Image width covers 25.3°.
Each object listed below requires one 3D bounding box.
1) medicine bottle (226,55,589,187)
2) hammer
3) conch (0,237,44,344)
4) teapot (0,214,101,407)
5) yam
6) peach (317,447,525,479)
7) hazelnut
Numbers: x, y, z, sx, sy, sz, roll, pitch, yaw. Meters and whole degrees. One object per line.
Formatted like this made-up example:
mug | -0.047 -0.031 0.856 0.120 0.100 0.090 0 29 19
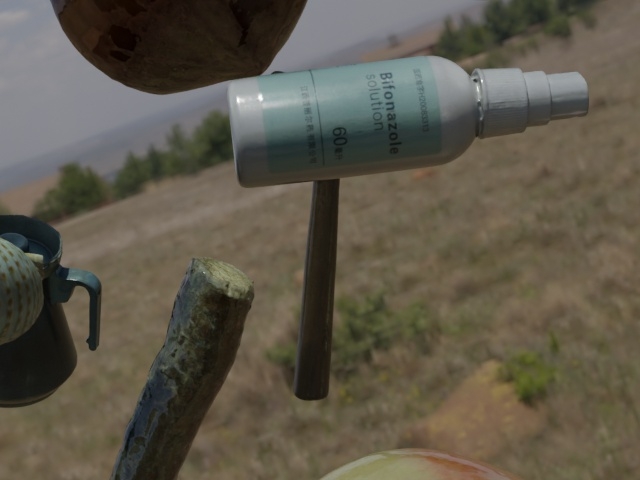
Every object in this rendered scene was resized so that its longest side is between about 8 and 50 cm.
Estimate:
medicine bottle | 0.087 -0.125 1.407 0.352 0.110 0.110 -7 5 -4
hammer | 0.000 0.000 1.863 0.168 0.439 0.044 8 18 9
conch | -0.374 0.059 1.607 0.153 0.135 0.102 -2 9 -28
teapot | -0.389 0.094 1.871 0.203 0.225 0.171 10 34 3
yam | -0.121 0.141 1.099 0.061 0.274 0.061 22 16 -7
peach | 0.090 0.262 0.829 0.247 0.292 0.292 -35 9 -10
hazelnut | -0.191 -0.384 1.935 0.409 0.359 0.359 -45 -9 33
